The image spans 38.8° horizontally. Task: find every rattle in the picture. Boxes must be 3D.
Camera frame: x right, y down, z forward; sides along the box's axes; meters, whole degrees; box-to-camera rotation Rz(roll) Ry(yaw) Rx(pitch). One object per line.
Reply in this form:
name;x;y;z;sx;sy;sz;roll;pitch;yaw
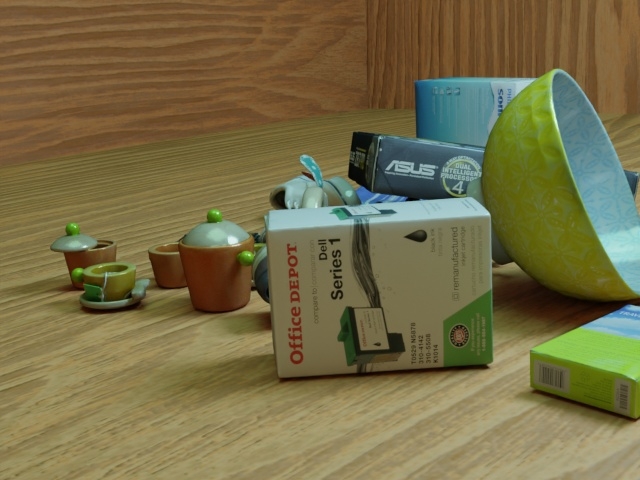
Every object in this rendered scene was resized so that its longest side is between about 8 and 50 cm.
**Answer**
rattle;0.033;-0.038;1.274;0.143;0.130;0.199;-11;36;18

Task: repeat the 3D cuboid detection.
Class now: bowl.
bowl;0.274;-0.047;1.114;0.156;0.289;0.289;-22;3;28

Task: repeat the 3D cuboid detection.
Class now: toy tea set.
toy tea set;-0.214;0.011;1.213;0.336;0.124;0.200;-1;13;9

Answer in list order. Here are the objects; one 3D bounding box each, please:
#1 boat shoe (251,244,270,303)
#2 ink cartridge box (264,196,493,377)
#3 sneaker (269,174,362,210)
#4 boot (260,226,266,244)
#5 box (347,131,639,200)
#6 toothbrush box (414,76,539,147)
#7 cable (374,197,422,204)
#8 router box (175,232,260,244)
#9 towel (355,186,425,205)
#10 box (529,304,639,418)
boat shoe;0.061;0.046;1.078;0.285;0.102;0.092;0;26;-4
ink cartridge box;0.056;0.047;0.921;0.220;0.160;0.092;-5;13;-2
sneaker;-0.010;-0.058;1.592;0.091;0.094;0.258;-28;17;-19
boot;0.000;0.000;1.349;0.190;0.069;0.086;-9;28;7
box;0.255;-0.105;1.460;0.395;0.097;0.318;7;10;-5
toothbrush box;0.358;-0.254;2.030;0.126;0.216;0.296;-14;16;-37
cable;0.160;0.001;1.392;0.140;0.072;0.287;13;24;-6
router box;-0.158;0.017;1.368;0.123;0.038;0.092;-1;14;9
towel;0.231;-0.093;1.756;0.336;0.040;0.243;1;14;17
box;0.292;0.108;0.856;0.178;0.042;0.109;-14;18;-41
